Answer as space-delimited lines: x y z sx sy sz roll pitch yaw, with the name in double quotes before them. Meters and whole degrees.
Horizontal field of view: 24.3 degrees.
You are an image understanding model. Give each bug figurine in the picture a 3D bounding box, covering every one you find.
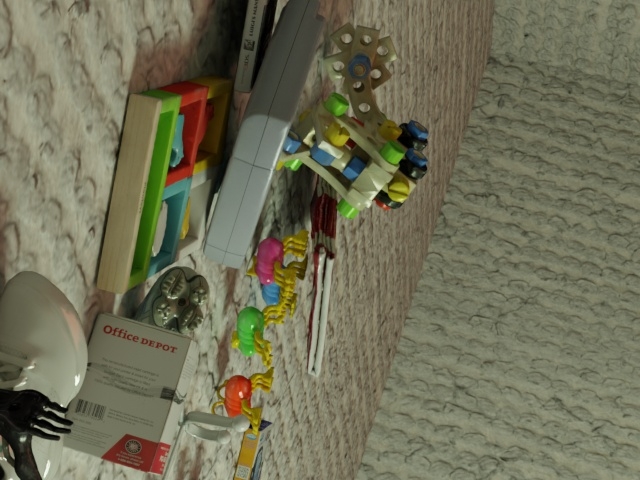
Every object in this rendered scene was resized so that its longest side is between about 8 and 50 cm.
"bug figurine" -0.079 0.106 1.986 0.216 0.072 0.279 100 6 -53

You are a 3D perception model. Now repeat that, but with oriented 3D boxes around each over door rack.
"over door rack" -0.169 0.285 1.681 0.324 0.108 0.239 78 28 -67

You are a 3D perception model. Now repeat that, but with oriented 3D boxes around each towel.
"towel" 0.000 0.000 2.133 0.329 0.037 0.237 -87 -179 -50

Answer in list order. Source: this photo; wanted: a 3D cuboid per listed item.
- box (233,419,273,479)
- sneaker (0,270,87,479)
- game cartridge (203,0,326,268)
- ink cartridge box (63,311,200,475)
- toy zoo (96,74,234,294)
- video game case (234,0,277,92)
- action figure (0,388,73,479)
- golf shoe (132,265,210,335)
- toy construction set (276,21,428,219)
"box" -0.105 0.334 2.293 0.081 0.028 0.136 -16 122 -77
"sneaker" -0.246 0.129 1.183 0.094 0.080 0.212 -34 140 -54
"game cartridge" -0.066 -0.103 1.620 0.297 0.062 0.198 113 -1 -56
"ink cartridge box" -0.183 0.149 1.438 0.056 0.099 0.135 57 49 -76
"toy zoo" -0.147 -0.067 1.516 0.293 0.030 0.192 -40 143 -73
"video game case" -0.062 -0.265 1.625 0.190 0.022 0.173 -79 180 -71
"action figure" -0.245 0.250 1.131 0.164 0.141 0.275 -32 141 -38
"golf shoe" -0.173 0.106 1.534 0.176 0.069 0.086 -59 -160 0
"toy construction set" 0.048 -0.153 2.030 0.151 0.215 0.327 -49 -167 37
